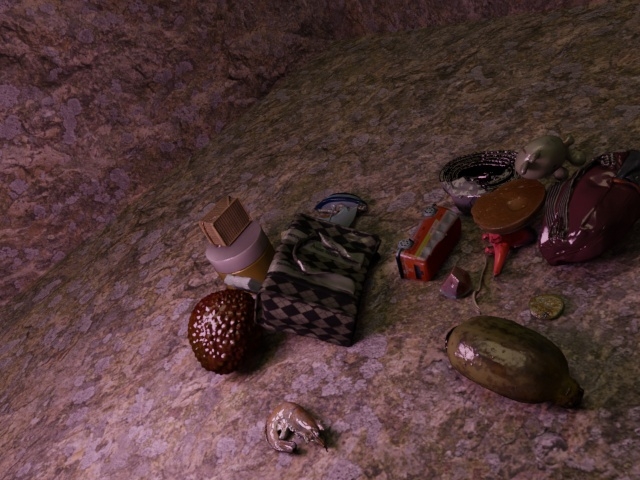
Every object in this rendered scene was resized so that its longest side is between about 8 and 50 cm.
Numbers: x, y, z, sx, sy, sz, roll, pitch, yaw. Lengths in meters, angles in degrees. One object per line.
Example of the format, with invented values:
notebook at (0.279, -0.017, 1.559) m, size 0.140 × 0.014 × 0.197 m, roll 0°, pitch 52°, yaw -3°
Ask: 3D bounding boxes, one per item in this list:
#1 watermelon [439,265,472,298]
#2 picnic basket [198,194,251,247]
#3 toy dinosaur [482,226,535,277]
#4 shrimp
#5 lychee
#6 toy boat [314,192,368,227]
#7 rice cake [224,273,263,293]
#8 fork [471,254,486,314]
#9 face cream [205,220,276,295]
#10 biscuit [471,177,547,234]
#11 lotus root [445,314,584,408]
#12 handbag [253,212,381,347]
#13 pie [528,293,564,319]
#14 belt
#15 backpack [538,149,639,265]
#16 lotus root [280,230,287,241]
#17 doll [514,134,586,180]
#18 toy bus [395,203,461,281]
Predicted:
watermelon at (0.372, 0.115, 1.481) m, size 0.092 × 0.072 × 0.084 m, roll -21°, pitch 17°, yaw 18°
picnic basket at (-0.329, -0.066, 1.836) m, size 0.079 × 0.115 × 0.164 m, roll 7°, pitch 47°, yaw 38°
toy dinosaur at (0.549, 0.011, 1.525) m, size 0.139 × 0.070 × 0.286 m, roll 4°, pitch 41°, yaw 5°
shrimp at (-0.064, 0.479, 1.314) m, size 0.126 × 0.047 × 0.223 m, roll -50°, pitch 34°, yaw -19°
lychee at (-0.283, 0.269, 1.588) m, size 0.236 × 0.236 × 0.271 m, roll -14°, pitch 46°, yaw 19°
toy boat at (0.053, -0.077, 1.945) m, size 0.220 × 0.067 × 0.291 m, roll -2°, pitch 37°, yaw 24°
rice cake at (-0.189, 0.152, 1.688) m, size 0.127 × 0.237 × 0.043 m, roll 5°, pitch 79°, yaw 37°
fork at (0.440, 0.113, 1.468) m, size 0.028 × 0.034 × 0.219 m, roll 1°, pitch 42°, yaw 23°
face cream at (-0.270, 0.065, 1.889) m, size 0.218 × 0.179 × 0.218 m, roll -18°, pitch 35°, yaw 13°
biscuit at (0.538, -0.092, 1.501) m, size 0.208 × 0.049 × 0.181 m, roll -29°, pitch 35°, yaw 15°
lotus root at (0.425, 0.266, 1.177) m, size 0.309 × 0.173 × 0.173 m, roll 19°, pitch 54°, yaw 38°
handbag at (0.010, 0.101, 1.616) m, size 0.316 × 0.180 × 0.416 m, roll 11°, pitch 39°, yaw 7°
pie at (0.563, 0.165, 1.327) m, size 0.085 × 0.017 × 0.085 m, roll -19°, pitch 35°, yaw 14°
belt at (0.534, -0.178, 1.690) m, size 0.289 × 0.164 × 0.184 m, roll 2°, pitch 69°, yaw 34°
backpack at (0.685, -0.071, 1.376) m, size 0.317 × 0.197 × 0.283 m, roll -46°, pitch 1°, yaw -24°
lotus root at (-0.066, 0.040, 1.854) m, size 0.144 × 0.070 × 0.143 m, roll -1°, pitch 72°, yaw 9°
doll at (0.619, -0.229, 1.469) m, size 0.275 × 0.155 × 0.113 m, roll -5°, pitch 56°, yaw -41°
toy bus at (0.337, 0.005, 1.617) m, size 0.120 × 0.121 × 0.265 m, roll 16°, pitch 51°, yaw 35°
